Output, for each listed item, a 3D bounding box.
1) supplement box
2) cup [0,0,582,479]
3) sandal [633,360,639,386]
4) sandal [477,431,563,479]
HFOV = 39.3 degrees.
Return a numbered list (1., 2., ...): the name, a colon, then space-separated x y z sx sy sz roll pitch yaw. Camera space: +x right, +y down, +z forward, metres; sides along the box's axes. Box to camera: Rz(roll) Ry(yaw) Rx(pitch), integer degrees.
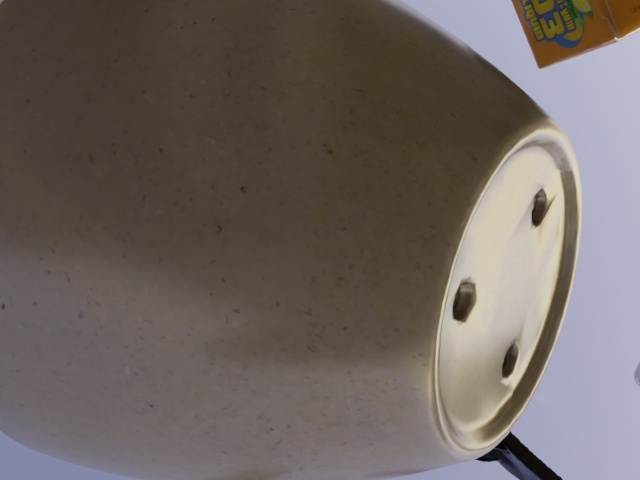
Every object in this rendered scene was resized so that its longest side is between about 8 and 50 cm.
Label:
1. supplement box: 0.243 -0.203 0.671 0.233 0.080 0.078 -28 -82 -36
2. cup: 0.000 0.000 0.492 0.237 0.331 0.331 15 -147 33
3. sandal: 0.461 0.247 0.802 0.416 0.102 0.169 34 179 26
4. sandal: 0.121 0.155 0.720 0.040 0.067 0.179 -43 -115 -11
